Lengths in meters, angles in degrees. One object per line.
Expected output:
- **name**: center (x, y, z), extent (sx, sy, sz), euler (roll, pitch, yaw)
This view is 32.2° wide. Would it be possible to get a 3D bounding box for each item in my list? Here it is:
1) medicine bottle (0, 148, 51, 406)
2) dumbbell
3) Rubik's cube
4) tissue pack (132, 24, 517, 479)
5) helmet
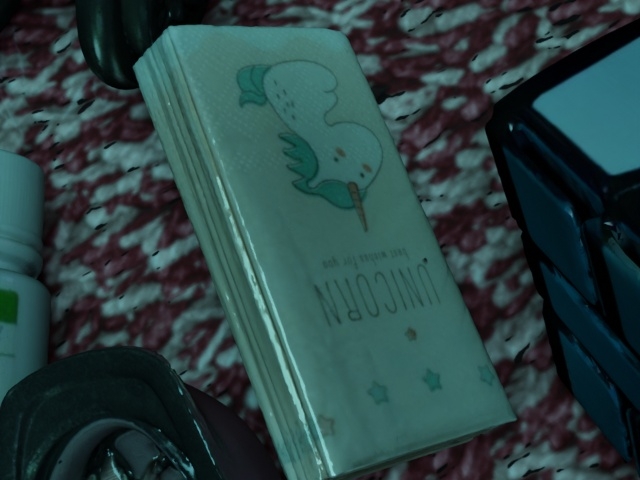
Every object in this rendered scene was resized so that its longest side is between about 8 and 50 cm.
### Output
- **medicine bottle**: center (-0.260, 0.059, 0.784), extent (0.139, 0.139, 0.237), euler (-2, 76, 5)
- **dumbbell**: center (-0.196, -0.221, 0.831), extent (0.290, 0.192, 0.192), euler (13, 76, 9)
- **Rubik's cube**: center (0.298, 0.020, 0.621), extent (0.293, 0.283, 0.288), euler (-29, 45, -7)
- **tissue pack**: center (0.000, 0.000, 0.775), extent (0.170, 0.071, 0.325), euler (-9, 69, -40)
- **helmet**: center (-0.093, 0.198, 0.716), extent (0.198, 0.154, 0.253), euler (-16, 77, 27)
